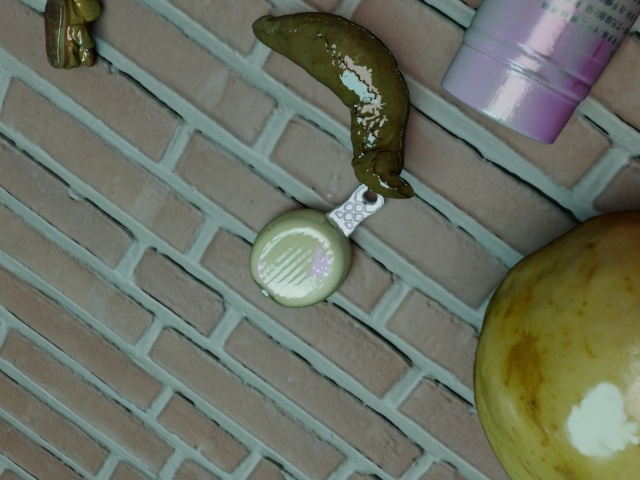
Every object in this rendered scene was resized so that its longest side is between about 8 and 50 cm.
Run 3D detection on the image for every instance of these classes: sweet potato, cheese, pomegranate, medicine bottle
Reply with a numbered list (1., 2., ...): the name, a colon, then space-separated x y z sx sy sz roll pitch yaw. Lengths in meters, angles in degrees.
1. sweet potato: 0.041 -0.190 0.745 0.124 0.098 0.310 -36 86 11
2. cheese: 0.000 0.000 0.832 0.137 0.064 0.227 45 114 -6
3. pomegranate: 0.352 0.175 0.620 0.410 0.410 0.409 4 109 13
4. medicine bottle: 0.253 -0.247 0.639 0.152 0.152 0.254 30 112 4

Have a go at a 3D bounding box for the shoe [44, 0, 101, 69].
1. shoe: -0.343 -0.292 0.827 0.072 0.069 0.109 9 102 37
